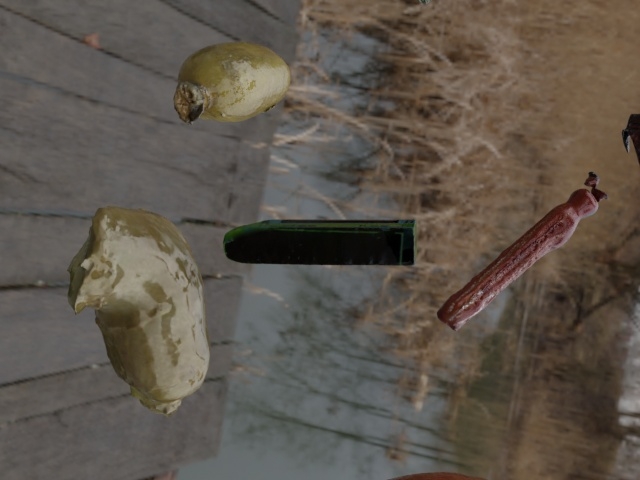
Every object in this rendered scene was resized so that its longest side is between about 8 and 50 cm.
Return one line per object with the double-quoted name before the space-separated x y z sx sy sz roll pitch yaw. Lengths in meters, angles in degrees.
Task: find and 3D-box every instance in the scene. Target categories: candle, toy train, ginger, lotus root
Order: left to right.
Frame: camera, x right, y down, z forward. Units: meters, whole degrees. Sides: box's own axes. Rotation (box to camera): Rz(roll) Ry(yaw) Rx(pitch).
"ginger" -0.195 0.074 1.043 0.152 0.138 0.267 -36 118 -24
"lotus root" -0.148 -0.278 1.616 0.303 0.146 0.130 -31 124 -57
"toy train" 0.000 0.000 1.021 0.042 0.209 0.044 -60 149 -69
"candle" 0.306 0.020 1.394 0.329 0.051 0.048 -40 138 -11

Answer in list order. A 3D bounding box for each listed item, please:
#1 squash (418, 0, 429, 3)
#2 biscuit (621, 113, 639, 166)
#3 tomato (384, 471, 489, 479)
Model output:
"squash" 0.184 -0.588 1.888 0.069 0.069 0.258 -65 149 -41
"biscuit" 0.511 -0.077 1.295 0.063 0.151 0.235 -44 121 -28
"tomato" 0.054 0.224 0.612 0.236 0.237 0.095 79 -1 -50
